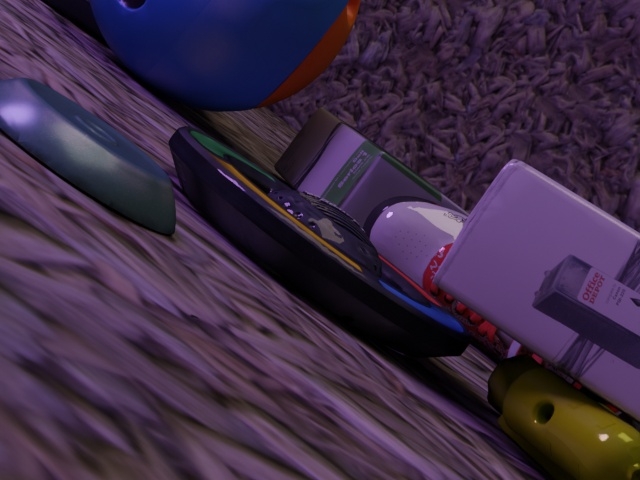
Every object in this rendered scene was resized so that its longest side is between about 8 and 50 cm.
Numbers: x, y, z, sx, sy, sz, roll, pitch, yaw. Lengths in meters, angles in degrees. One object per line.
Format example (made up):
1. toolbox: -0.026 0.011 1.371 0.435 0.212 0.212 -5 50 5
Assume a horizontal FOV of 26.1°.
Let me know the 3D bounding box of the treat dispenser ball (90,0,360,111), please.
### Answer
1. treat dispenser ball: -0.098 -0.278 1.434 0.288 0.288 0.288 36 5 -3

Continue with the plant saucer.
1. plant saucer: -0.114 -0.046 0.672 0.119 0.021 0.119 36 4 -3

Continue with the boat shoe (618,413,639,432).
1. boat shoe: 0.308 0.156 1.305 0.320 0.103 0.118 -126 -159 -64

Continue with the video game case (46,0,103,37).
1. video game case: -0.201 -0.289 1.661 0.274 0.035 0.248 33 30 -9

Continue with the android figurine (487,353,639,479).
1. android figurine: 0.211 0.159 0.806 0.248 0.056 0.273 33 4 -33

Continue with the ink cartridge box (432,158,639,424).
1. ink cartridge box: 0.189 0.055 0.806 0.218 0.092 0.158 36 2 21

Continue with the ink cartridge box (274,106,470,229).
1. ink cartridge box: 0.060 -0.043 1.436 0.160 0.093 0.219 34 6 -24

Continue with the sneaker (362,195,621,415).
1. sneaker: 0.163 0.058 1.207 0.270 0.090 0.145 38 2 -14

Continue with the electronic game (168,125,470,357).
1. electronic game: 0.000 0.000 0.874 0.229 0.048 0.229 35 5 -3
